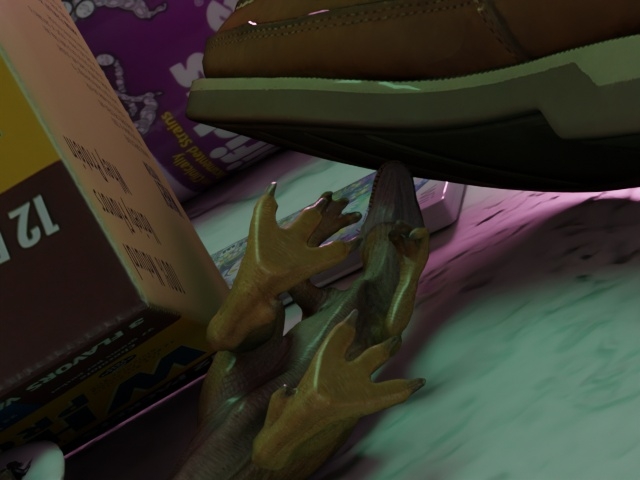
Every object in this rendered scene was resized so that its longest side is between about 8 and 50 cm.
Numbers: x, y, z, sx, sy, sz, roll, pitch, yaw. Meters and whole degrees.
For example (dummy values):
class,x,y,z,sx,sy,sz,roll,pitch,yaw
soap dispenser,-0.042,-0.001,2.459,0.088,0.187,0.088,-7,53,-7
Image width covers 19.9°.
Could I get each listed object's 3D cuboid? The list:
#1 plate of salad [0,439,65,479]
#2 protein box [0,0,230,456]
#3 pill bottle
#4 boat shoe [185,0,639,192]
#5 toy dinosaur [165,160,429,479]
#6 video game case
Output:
class,x,y,z,sx,sy,sz,roll,pitch,yaw
plate of salad,-0.140,0.116,0.437,0.200,0.048,0.200,-42,12,11
protein box,-0.139,-0.025,0.558,0.136,0.201,0.200,-31,-8,2
pill bottle,-0.085,-0.104,0.915,0.302,0.169,0.169,-29,14,10
boat shoe,0.069,-0.073,0.533,0.111,0.104,0.307,10,-4,-37
toy dinosaur,-0.017,0.051,0.489,0.211,0.064,0.112,-44,-13,-31
video game case,0.000,0.000,0.694,0.122,0.011,0.087,-26,14,18
